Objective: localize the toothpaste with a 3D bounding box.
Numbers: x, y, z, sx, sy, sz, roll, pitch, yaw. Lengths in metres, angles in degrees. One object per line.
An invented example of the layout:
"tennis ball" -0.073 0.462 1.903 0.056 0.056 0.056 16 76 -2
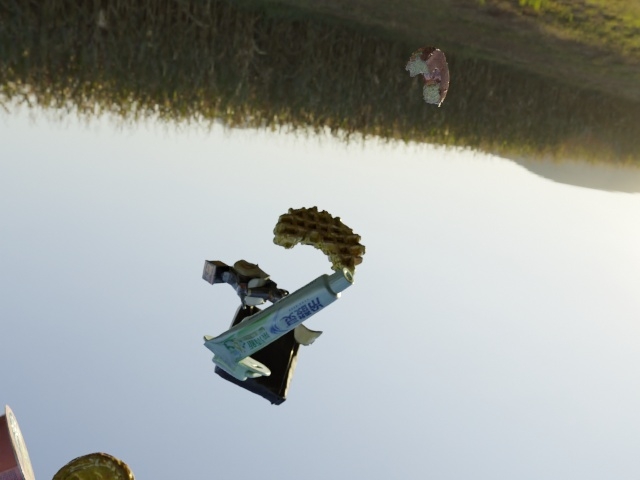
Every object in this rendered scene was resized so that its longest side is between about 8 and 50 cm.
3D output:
"toothpaste" -0.070 0.132 1.115 0.075 0.296 0.048 47 -156 -24

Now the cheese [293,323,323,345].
"cheese" -0.043 0.223 1.620 0.084 0.060 0.041 45 -134 4

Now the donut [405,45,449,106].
"donut" 0.286 -0.442 1.695 0.065 0.117 0.166 8 147 34

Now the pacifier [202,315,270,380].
"pacifier" -0.147 0.201 1.250 0.150 0.117 0.126 25 173 32

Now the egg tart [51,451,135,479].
"egg tart" -0.477 0.536 1.360 0.191 0.074 0.191 1 -130 -1

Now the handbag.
"handbag" -0.161 0.310 1.828 0.223 0.080 0.247 29 -130 -14

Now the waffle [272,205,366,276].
"waffle" -0.002 0.002 1.333 0.194 0.051 0.149 34 -134 1

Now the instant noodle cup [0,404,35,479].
"instant noodle cup" -0.817 0.542 1.510 0.254 0.244 0.244 -19 -157 -22

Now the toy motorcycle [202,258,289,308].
"toy motorcycle" -0.206 0.124 1.846 0.157 0.091 0.263 -1 -162 -42
